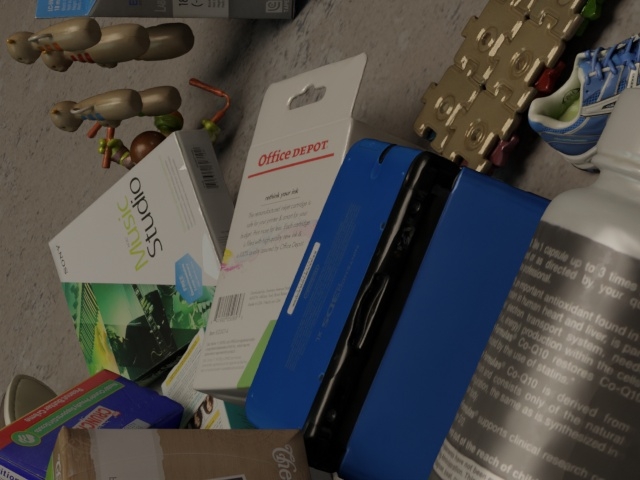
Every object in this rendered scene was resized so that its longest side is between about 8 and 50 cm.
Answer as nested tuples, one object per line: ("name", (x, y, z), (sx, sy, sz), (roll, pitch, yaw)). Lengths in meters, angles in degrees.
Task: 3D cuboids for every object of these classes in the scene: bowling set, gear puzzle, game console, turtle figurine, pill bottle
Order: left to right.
("bowling set", (-0.279, -0.179, 2.029), (0.154, 0.287, 0.200), (-7, 89, 27))
("turtle figurine", (-0.223, -0.091, 2.122), (0.269, 0.087, 0.217), (-8, 61, 37))
("game console", (0.090, 0.079, 1.436), (0.293, 0.173, 0.250), (-67, 24, 0))
("gear puzzle", (0.216, -0.216, 1.544), (0.339, 0.044, 0.175), (-58, 29, 11))
("pill bottle", (0.225, 0.087, 1.152), (0.204, 0.204, 0.361), (28, 96, 61))

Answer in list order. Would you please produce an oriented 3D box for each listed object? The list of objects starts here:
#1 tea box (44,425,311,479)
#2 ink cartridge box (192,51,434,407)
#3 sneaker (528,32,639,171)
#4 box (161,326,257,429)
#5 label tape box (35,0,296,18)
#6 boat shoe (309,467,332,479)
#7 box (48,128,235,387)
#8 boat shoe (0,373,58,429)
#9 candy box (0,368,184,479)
("tea box", (-0.128, 0.375, 1.337), (0.323, 0.220, 0.329), (114, 152, -46))
("ink cartridge box", (0.000, 0.000, 1.668), (0.207, 0.119, 0.353), (-10, 63, 55))
("sneaker", (0.266, -0.136, 1.358), (0.211, 0.081, 0.080), (-42, 36, 35))
("box", (-0.111, 0.213, 1.768), (0.100, 0.060, 0.244), (-55, 32, 24))
("label tape box", (-0.199, -0.405, 2.060), (0.106, 0.333, 0.241), (93, 175, -53))
("boat shoe", (-0.016, 0.277, 1.583), (0.040, 0.049, 0.142), (-39, 42, 41))
("box", (-0.208, 0.038, 1.961), (0.322, 0.058, 0.232), (-36, 68, 45))
("boat shoe", (-0.373, 0.308, 2.091), (0.097, 0.116, 0.324), (-52, 39, 21))
("candy box", (-0.286, 0.331, 1.713), (0.268, 0.122, 0.317), (-27, -42, -65))
